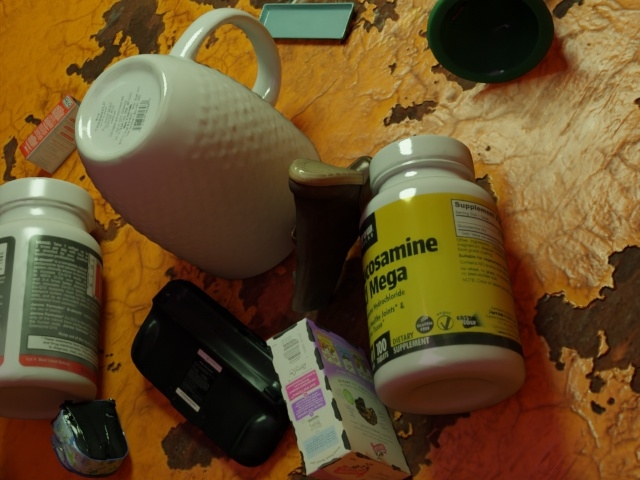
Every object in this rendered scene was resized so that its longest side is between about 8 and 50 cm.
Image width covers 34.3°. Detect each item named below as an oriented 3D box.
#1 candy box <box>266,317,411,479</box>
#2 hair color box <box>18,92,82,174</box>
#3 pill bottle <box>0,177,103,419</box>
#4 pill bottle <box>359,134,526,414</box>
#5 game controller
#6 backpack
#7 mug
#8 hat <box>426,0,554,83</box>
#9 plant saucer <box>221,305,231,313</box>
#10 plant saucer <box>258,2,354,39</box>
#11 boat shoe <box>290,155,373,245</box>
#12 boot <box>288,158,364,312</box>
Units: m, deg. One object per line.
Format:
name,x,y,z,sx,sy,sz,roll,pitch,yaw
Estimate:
candy box,0.024,0.219,1.354,0.070,0.165,0.196,-32,55,18
hair color box,-0.487,-0.199,1.940,0.141,0.072,0.043,-45,52,7
pill bottle,-0.465,0.093,1.704,0.210,0.210,0.363,-17,60,26
pill bottle,0.148,0.040,1.340,0.187,0.188,0.334,-19,59,25
game controller,-0.162,0.192,1.549,0.319,0.067,0.167,35,108,34
backpack,-0.355,0.313,1.603,0.084,0.105,0.114,-56,49,28
mug,-0.174,-0.166,1.555,0.276,0.328,0.374,18,79,37
hat,0.259,-0.359,1.494,0.208,0.173,0.184,-44,22,45
plant saucer,-0.164,0.142,1.607,0.083,0.015,0.083,-14,62,28
plant saucer,-0.028,-0.367,1.751,0.192,0.018,0.067,9,74,35
boat shoe,0.023,-0.054,1.546,0.178,0.060,0.064,-51,51,3
boot,0.000,0.000,1.405,0.090,0.248,0.207,15,95,16
